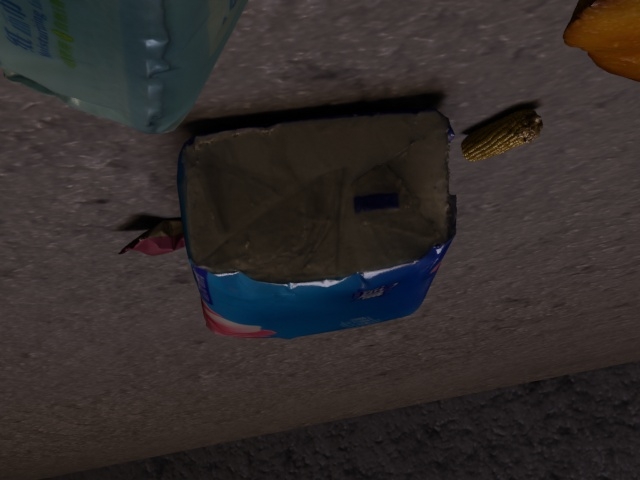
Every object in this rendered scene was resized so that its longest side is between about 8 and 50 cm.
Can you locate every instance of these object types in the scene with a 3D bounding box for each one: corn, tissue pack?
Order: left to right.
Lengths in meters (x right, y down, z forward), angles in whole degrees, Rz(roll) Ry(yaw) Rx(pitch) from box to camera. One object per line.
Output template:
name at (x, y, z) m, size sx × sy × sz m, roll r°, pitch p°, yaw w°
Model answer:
tissue pack at (-0.044, -0.156, 0.381) m, size 0.089 × 0.177 × 0.263 m, roll 22°, pitch 165°, yaw 2°
tissue pack at (0.000, 0.000, 1.087) m, size 0.209 × 0.137 × 0.270 m, roll -8°, pitch 165°, yaw -4°
corn at (0.143, -0.082, 1.058) m, size 0.027 × 0.028 × 0.083 m, roll 26°, pitch 150°, yaw -29°

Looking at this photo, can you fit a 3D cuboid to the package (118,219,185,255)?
package at (-0.137, -0.003, 1.232) m, size 0.083 × 0.029 × 0.059 m, roll -10°, pitch 172°, yaw -29°

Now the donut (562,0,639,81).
donut at (0.247, -0.144, 0.688) m, size 0.253 × 0.118 × 0.253 m, roll -9°, pitch 165°, yaw -2°
